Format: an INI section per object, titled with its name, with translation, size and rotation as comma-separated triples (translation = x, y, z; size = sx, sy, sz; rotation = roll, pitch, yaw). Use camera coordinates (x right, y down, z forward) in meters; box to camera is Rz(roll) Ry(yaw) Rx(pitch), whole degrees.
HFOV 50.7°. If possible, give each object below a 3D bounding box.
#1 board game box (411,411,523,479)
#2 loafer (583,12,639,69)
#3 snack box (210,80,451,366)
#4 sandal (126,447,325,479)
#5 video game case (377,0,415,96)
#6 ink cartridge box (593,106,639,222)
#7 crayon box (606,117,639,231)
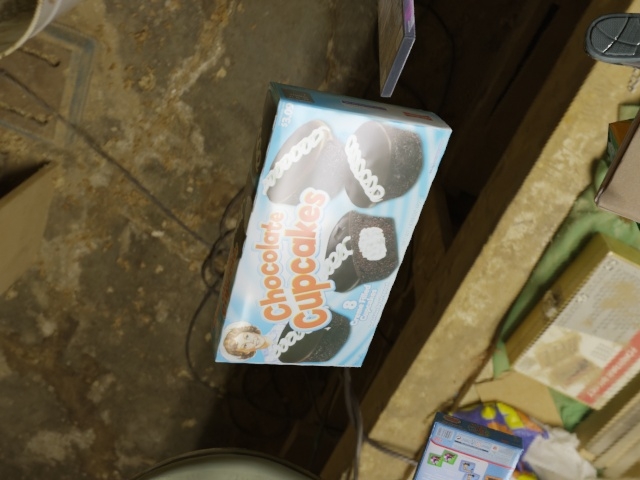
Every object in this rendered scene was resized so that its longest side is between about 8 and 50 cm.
[board game box]
translation = 0.259, 0.428, 1.241
size = 0.160, 0.039, 0.211
rotation = 16, 114, 6
[loafer]
translation = 0.536, -0.291, 1.017
size = 0.267, 0.084, 0.096
rotation = 13, 94, 16
[snack box]
translation = 0.000, 0.000, 0.749
size = 0.187, 0.060, 0.322
rotation = 6, 120, -20
[sandal]
translation = 0.004, 0.210, 0.376
size = 0.302, 0.086, 0.120
rotation = 18, 96, 14
[video game case]
translation = 0.144, -0.450, 1.317
size = 0.026, 0.274, 0.196
rotation = 4, 160, -7
[ink cartridge box]
translation = 0.425, -0.106, 0.693
size = 0.193, 0.088, 0.235
rotation = 27, 108, 17
[crayon box]
translation = 0.656, -0.118, 1.258
size = 0.165, 0.278, 0.081
rotation = -10, 139, 11
